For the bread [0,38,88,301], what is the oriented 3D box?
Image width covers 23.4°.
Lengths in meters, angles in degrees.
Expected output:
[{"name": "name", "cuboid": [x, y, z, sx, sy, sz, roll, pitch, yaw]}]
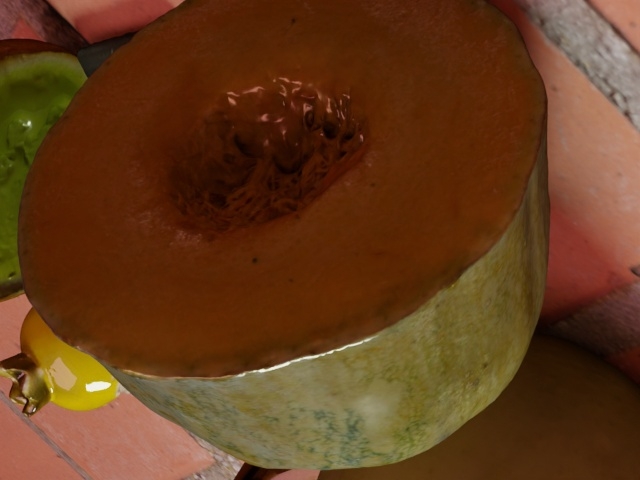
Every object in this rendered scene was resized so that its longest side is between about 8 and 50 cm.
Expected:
[{"name": "bread", "cuboid": [-0.265, -0.057, 1.309, 0.070, 0.236, 0.236, 13, 142, 35]}]

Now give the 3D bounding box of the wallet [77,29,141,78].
[{"name": "wallet", "cuboid": [-0.099, -0.068, 1.282, 0.168, 0.052, 0.245, 0, 127, 53]}]

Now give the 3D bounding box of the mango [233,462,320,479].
[{"name": "mango", "cuboid": [0.018, 0.231, 1.473, 0.166, 0.136, 0.236, 30, 149, -8]}]

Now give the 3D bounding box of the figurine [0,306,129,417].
[{"name": "figurine", "cuboid": [-0.171, 0.097, 1.406, 0.127, 0.234, 0.185, 10, 139, 39]}]

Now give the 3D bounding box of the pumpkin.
[{"name": "pumpkin", "cuboid": [0.000, 0.000, 0.981, 0.332, 0.332, 0.199, 19, 151, 37]}]

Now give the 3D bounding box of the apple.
[{"name": "apple", "cuboid": [0.141, 0.211, 1.145, 0.292, 0.254, 0.292, 28, 151, 17]}]
